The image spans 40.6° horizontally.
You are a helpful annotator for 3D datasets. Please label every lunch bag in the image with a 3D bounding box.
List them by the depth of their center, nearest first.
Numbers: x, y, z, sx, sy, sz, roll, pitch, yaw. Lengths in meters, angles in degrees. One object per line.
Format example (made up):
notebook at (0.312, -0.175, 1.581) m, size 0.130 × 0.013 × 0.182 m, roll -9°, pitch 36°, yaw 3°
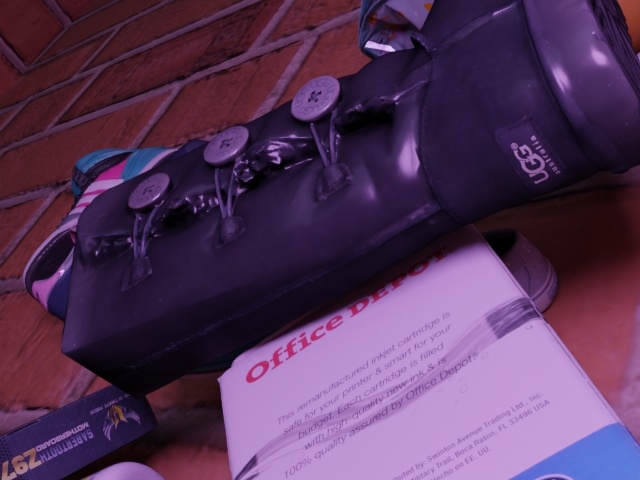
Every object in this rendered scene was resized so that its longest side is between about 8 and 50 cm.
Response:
lunch bag at (0.174, -0.334, 1.081) m, size 0.223 × 0.160 × 0.262 m, roll -54°, pitch 22°, yaw -20°

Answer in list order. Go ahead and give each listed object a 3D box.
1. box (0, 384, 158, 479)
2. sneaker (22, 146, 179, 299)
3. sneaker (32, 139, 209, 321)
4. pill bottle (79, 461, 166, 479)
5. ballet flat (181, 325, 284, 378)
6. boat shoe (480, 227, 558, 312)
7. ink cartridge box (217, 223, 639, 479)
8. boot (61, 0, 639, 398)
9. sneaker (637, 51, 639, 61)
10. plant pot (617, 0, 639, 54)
box at (-0.285, 0.209, 0.764) m, size 0.233 × 0.059 × 0.183 m, roll -21°, pitch -7°, yaw -46°
sneaker at (-0.321, -0.035, 1.226) m, size 0.295 × 0.123 × 0.178 m, roll -43°, pitch 34°, yaw -25°
sneaker at (-0.245, -0.025, 1.106) m, size 0.131 × 0.112 × 0.319 m, roll 15°, pitch 50°, yaw 17°
pill bottle at (-0.217, 0.269, 0.697) m, size 0.215 × 0.117 × 0.117 m, roll -27°, pitch 31°, yaw 18°
ballet flat at (0.000, 0.000, 0.854) m, size 0.400 × 0.139 × 0.139 m, roll -35°, pitch 29°, yaw -3°
boat shoe at (0.081, 0.038, 0.730) m, size 0.228 × 0.081 × 0.079 m, roll -18°, pitch 35°, yaw 31°
ink cartridge box at (0.071, 0.151, 0.533) m, size 0.223 × 0.129 × 0.307 m, roll -34°, pitch 29°, yaw 7°
boot at (0.012, -0.094, 0.697) m, size 0.445 × 0.146 × 0.367 m, roll -29°, pitch 28°, yaw 27°
sneaker at (0.348, -0.170, 0.746) m, size 0.256 × 0.094 × 0.151 m, roll -41°, pitch 3°, yaw 23°
plant pot at (0.286, -0.275, 0.814) m, size 0.188 × 0.205 × 0.205 m, roll -57°, pitch 31°, yaw -2°
